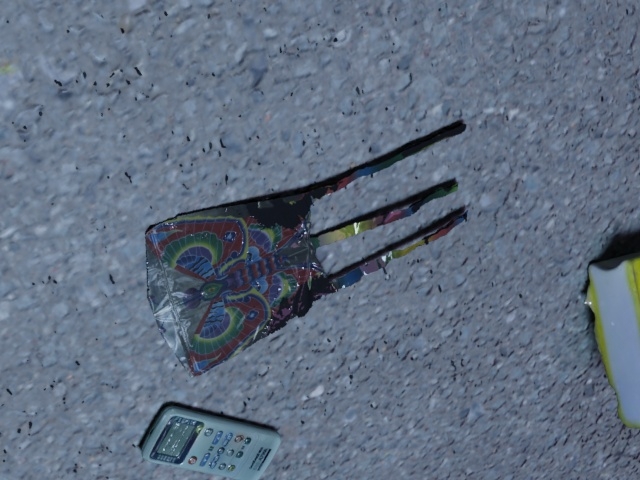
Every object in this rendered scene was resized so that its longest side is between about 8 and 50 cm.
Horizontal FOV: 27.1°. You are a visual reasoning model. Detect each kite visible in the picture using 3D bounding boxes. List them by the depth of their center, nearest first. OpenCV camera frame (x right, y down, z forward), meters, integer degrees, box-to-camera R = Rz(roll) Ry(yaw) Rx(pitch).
[{"bbox_3d":[0.000,0.000,1.037,0.285,0.015,0.152,-26,130,-16],"label":"kite"}]

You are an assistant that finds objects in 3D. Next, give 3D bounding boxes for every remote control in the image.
[{"bbox_3d":[-0.089,0.168,1.090,0.124,0.018,0.053,22,105,-40],"label":"remote control"}]

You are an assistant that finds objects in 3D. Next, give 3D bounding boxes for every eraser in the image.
[{"bbox_3d":[0.363,0.075,1.237,0.226,0.069,0.158,-12,93,-25],"label":"eraser"}]
